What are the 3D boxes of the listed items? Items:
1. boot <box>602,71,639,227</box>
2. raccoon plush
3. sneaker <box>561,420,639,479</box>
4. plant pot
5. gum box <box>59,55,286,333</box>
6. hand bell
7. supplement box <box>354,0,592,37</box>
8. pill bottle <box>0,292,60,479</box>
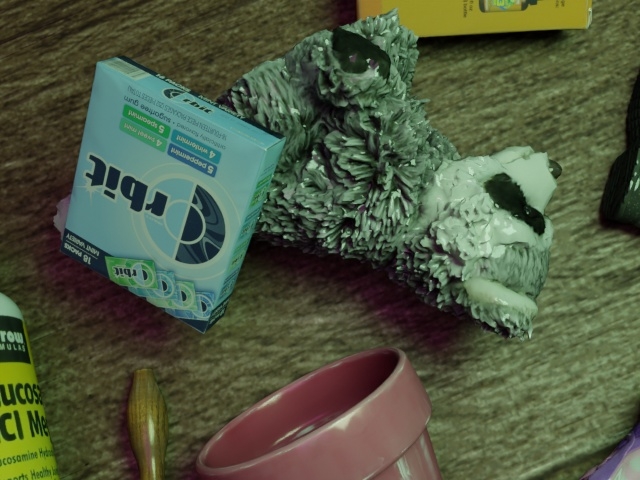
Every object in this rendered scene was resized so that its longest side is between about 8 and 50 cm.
[{"bbox_3d":[0.388,-0.102,0.728,0.161,0.083,0.246,19,85,1],"label":"boot"},{"bbox_3d":[0.000,0.000,0.714,0.446,0.216,0.299,-26,91,29],"label":"raccoon plush"},{"bbox_3d":[0.254,0.230,0.650,0.105,0.095,0.236,22,81,16],"label":"sneaker"},{"bbox_3d":[0.024,0.214,0.625,0.201,0.201,0.180,-28,93,-3],"label":"plant pot"},{"bbox_3d":[-0.130,-0.036,0.624,0.157,0.041,0.184,28,120,10],"label":"gum box"},{"bbox_3d":[-0.154,0.236,0.682,0.126,0.126,0.242,-14,65,1],"label":"hand bell"},{"bbox_3d":[0.152,-0.252,0.761,0.233,0.080,0.078,-1,111,5],"label":"supplement box"},{"bbox_3d":[-0.344,0.157,0.656,0.188,0.188,0.334,-18,77,0],"label":"pill bottle"}]
